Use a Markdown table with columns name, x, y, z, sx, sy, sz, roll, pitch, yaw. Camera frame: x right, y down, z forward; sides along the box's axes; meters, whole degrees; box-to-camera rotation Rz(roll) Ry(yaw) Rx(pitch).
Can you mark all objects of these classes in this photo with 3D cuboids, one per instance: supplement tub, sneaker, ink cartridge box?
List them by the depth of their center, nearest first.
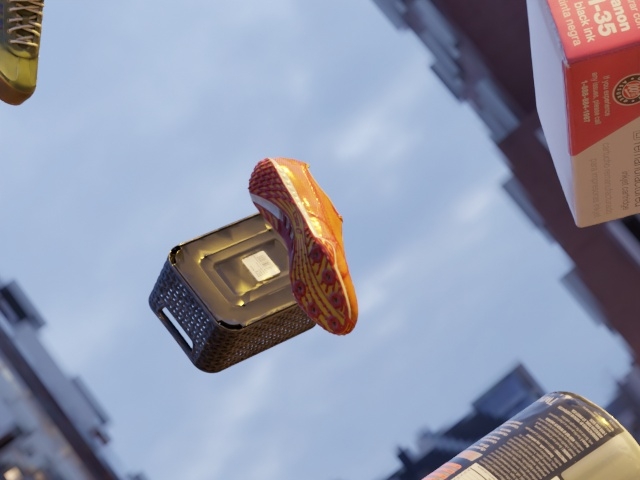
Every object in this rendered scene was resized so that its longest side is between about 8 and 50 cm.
| name | x | y | z | sx | sy | sz | roll | pitch | yaw |
| --- | --- | --- | --- | --- | --- | --- | --- | --- | --- |
| ink cartridge box | 0.292 | -0.140 | 1.270 | 0.283 | 0.117 | 0.207 | -15 | -34 | 1 |
| sneaker | 0.000 | 0.000 | 1.577 | 0.067 | 0.175 | 0.064 | 0 | -30 | -41 |
| supplement tub | 0.163 | 0.300 | 1.776 | 0.316 | 0.193 | 0.193 | -32 | -17 | -17 |
| sneaker | -0.310 | -0.238 | 1.861 | 0.064 | 0.192 | 0.086 | 8 | -33 | -43 |

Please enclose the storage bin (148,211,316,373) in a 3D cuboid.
| name | x | y | z | sx | sy | sz | roll | pitch | yaw |
| --- | --- | --- | --- | --- | --- | --- | --- | --- | --- |
| storage bin | -0.081 | 0.052 | 2.024 | 0.180 | 0.122 | 0.084 | -24 | -25 | -37 |
